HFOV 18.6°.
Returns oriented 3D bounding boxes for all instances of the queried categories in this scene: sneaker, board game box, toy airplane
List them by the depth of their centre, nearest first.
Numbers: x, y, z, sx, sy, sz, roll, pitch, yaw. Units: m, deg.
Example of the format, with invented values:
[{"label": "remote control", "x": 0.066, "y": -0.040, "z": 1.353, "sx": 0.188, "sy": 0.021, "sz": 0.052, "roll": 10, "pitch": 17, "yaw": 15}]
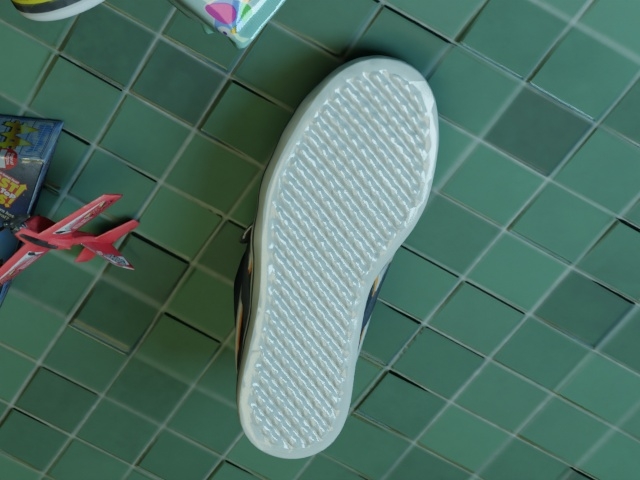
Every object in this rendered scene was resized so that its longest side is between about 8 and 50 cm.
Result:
[{"label": "sneaker", "x": 0.000, "y": 0.000, "z": 1.516, "sx": 0.126, "sy": 0.127, "sz": 0.321, "roll": 16, "pitch": 105, "yaw": -9}, {"label": "toy airplane", "x": -0.200, "y": -0.002, "z": 1.564, "sx": 0.151, "sy": 0.028, "sz": 0.151, "roll": -17, "pitch": 154, "yaw": -9}, {"label": "board game box", "x": -0.300, "y": -0.046, "z": 1.571, "sx": 0.194, "sy": 0.060, "sz": 0.194, "roll": 32, "pitch": 127, "yaw": -14}]

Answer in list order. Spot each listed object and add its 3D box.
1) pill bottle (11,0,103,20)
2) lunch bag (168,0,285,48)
[{"label": "pill bottle", "x": -0.205, "y": -0.252, "z": 1.355, "sx": 0.103, "sy": 0.103, "sz": 0.184, "roll": -13, "pitch": 125, "yaw": 21}, {"label": "lunch bag", "x": -0.058, "y": -0.293, "z": 1.252, "sx": 0.223, "sy": 0.160, "sz": 0.262, "roll": 39, "pitch": 90, "yaw": -18}]
